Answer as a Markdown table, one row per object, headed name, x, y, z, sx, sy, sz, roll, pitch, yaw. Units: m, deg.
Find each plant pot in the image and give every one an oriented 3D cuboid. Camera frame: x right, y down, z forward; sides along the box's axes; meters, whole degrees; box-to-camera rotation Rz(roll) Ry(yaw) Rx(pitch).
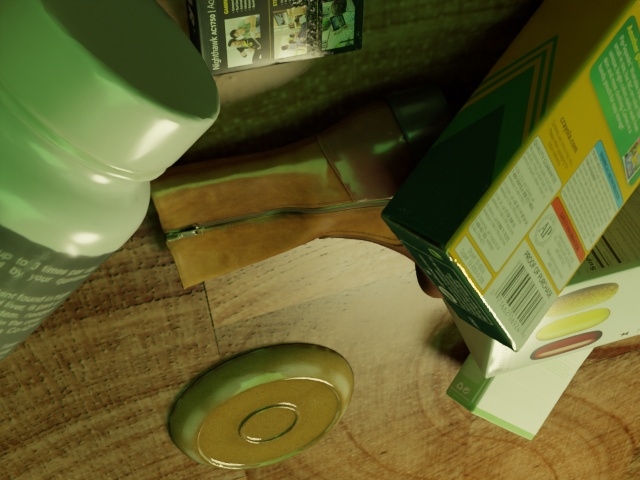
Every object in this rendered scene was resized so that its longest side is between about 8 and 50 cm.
| name | x | y | z | sx | sy | sz | roll | pitch | yaw |
| --- | --- | --- | --- | --- | --- | --- | --- | --- | --- |
| plant pot | -0.065 | 0.214 | 1.158 | 0.236 | 0.032 | 0.236 | -14 | 139 | -13 |

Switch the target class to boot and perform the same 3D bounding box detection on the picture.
| name | x | y | z | sx | sy | sz | roll | pitch | yaw |
| --- | --- | --- | --- | --- | --- | --- | --- | --- | --- |
| boot | 0.000 | 0.000 | 0.908 | 0.280 | 0.096 | 0.264 | -20 | 142 | -3 |

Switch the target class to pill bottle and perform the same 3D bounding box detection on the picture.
| name | x | y | z | sx | sy | sz | roll | pitch | yaw |
| --- | --- | --- | --- | --- | --- | --- | --- | --- | --- |
| pill bottle | -0.253 | -0.028 | 0.666 | 0.361 | 0.204 | 0.204 | -41 | 138 | 20 |

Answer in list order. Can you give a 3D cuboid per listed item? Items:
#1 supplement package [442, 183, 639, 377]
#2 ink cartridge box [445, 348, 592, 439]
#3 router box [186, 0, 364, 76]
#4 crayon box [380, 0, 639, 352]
| name | x | y | z | sx | sy | sz | roll | pitch | yaw |
| --- | --- | --- | --- | --- | --- | --- | --- | --- | --- |
| supplement package | 0.271 | 0.033 | 1.045 | 0.244 | 0.134 | 0.139 | -14 | 139 | -12 |
| ink cartridge box | 0.283 | 0.134 | 1.229 | 0.171 | 0.056 | 0.235 | 31 | 92 | -45 |
| router box | -0.034 | -0.212 | 0.694 | 0.133 | 0.046 | 0.179 | -13 | 139 | -13 |
| crayon box | 0.214 | -0.082 | 0.865 | 0.323 | 0.083 | 0.203 | -51 | 139 | -8 |
